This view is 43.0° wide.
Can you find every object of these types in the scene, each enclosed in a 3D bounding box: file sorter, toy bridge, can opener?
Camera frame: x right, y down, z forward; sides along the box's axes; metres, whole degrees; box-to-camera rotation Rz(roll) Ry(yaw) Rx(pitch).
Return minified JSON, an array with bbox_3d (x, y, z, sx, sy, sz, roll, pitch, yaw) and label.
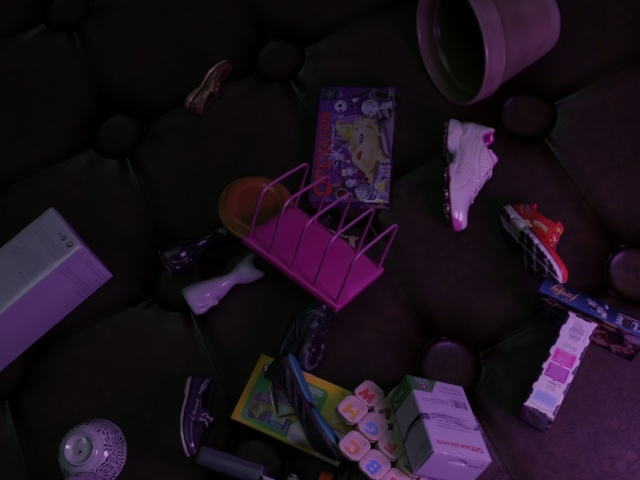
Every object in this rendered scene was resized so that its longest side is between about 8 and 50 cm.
[{"bbox_3d":[0.004,-0.021,1.895,0.290,0.182,0.202,36,43,18],"label":"file sorter"},{"bbox_3d":[0.000,0.000,2.046,0.188,0.026,0.063,-4,65,7],"label":"toy bridge"},{"bbox_3d":[-0.151,0.535,1.812,0.280,0.074,0.093,19,72,16],"label":"can opener"}]

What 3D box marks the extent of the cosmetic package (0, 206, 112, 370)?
[{"bbox_3d":[-0.733,0.129,2.001,0.385,0.217,0.156,-40,67,-11],"label":"cosmetic package"}]

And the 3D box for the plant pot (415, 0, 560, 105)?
[{"bbox_3d":[0.444,-0.541,2.087,0.280,0.323,0.323,-21,64,-19],"label":"plant pot"}]

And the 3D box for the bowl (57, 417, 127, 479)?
[{"bbox_3d":[-0.544,0.490,1.888,0.170,0.080,0.170,-3,67,6],"label":"bowl"}]

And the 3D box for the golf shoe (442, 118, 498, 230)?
[{"bbox_3d":[0.372,-0.167,2.018,0.140,0.115,0.306,3,68,6],"label":"golf shoe"}]

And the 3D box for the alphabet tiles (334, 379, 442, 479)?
[{"bbox_3d":[0.170,0.422,1.742,0.284,0.021,0.278,40,38,17],"label":"alphabet tiles"}]

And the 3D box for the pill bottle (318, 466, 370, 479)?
[{"bbox_3d":[0.114,0.557,1.731,0.245,0.130,0.130,9,68,12],"label":"pill bottle"}]

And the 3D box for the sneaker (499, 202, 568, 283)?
[{"bbox_3d":[0.518,-0.006,1.893,0.118,0.107,0.279,-13,41,-7],"label":"sneaker"}]

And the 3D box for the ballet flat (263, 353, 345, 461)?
[{"bbox_3d":[-0.042,0.378,1.770,0.096,0.095,0.280,-35,56,4],"label":"ballet flat"}]

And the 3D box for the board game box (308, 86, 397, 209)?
[{"bbox_3d":[0.089,-0.247,2.131,0.208,0.056,0.347,0,67,13],"label":"board game box"}]

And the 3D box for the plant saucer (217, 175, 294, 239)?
[{"bbox_3d":[-0.161,-0.087,2.071,0.200,0.037,0.200,4,60,-8],"label":"plant saucer"}]

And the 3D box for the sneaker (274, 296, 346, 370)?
[{"bbox_3d":[-0.021,0.178,1.933,0.106,0.101,0.267,8,55,32],"label":"sneaker"}]

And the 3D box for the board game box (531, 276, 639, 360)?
[{"bbox_3d":[0.597,0.176,1.805,0.243,0.165,0.042,25,73,19],"label":"board game box"}]

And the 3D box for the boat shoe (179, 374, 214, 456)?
[{"bbox_3d":[-0.281,0.398,1.870,0.065,0.075,0.206,-7,45,5],"label":"boat shoe"}]

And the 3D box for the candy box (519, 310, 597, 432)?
[{"bbox_3d":[0.515,0.289,1.771,0.071,0.159,0.233,24,72,19],"label":"candy box"}]

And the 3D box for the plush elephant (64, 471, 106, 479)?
[{"bbox_3d":[-0.533,0.632,1.727,0.330,0.255,0.272,-13,66,3],"label":"plush elephant"}]

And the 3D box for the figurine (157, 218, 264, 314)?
[{"bbox_3d":[-0.268,0.059,2.033,0.209,0.092,0.215,-30,67,-9],"label":"figurine"}]

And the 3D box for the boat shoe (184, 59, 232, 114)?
[{"bbox_3d":[-0.301,-0.422,2.258,0.060,0.064,0.178,36,83,15],"label":"boat shoe"}]

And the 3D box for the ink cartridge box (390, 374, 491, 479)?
[{"bbox_3d":[0.251,0.400,1.724,0.153,0.087,0.208,17,32,-22],"label":"ink cartridge box"}]

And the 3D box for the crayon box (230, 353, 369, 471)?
[{"bbox_3d":[-0.044,0.390,1.854,0.278,0.081,0.165,21,71,16],"label":"crayon box"}]
